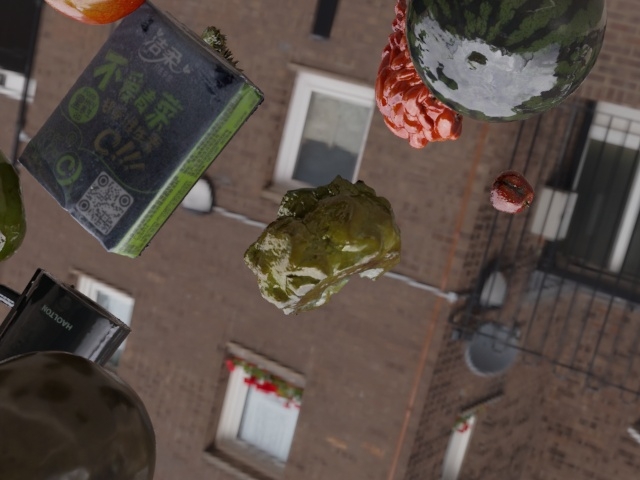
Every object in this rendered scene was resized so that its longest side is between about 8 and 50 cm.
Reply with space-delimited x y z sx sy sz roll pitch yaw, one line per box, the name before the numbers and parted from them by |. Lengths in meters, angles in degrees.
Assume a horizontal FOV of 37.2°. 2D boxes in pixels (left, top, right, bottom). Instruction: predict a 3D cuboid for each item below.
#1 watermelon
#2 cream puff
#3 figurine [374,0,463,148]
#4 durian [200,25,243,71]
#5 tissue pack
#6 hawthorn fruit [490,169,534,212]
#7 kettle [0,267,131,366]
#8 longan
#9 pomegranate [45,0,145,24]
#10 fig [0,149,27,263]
watermelon | 0.189 -0.224 0.983 0.212 0.212 0.212 13 -168 -3
cream puff | 0.000 0.001 1.559 0.282 0.282 0.185 -7 -115 -59
figurine | 0.295 -0.354 1.837 0.412 0.306 0.241 -13 -143 20
durian | -0.245 -0.286 1.928 0.166 0.306 0.172 26 -159 -11
tissue pack | -0.329 -0.204 1.730 0.288 0.394 0.124 41 -172 19
hawthorn fruit | 0.388 -0.095 1.911 0.093 0.093 0.093 13 -168 -3
kettle | -0.546 0.217 1.762 0.262 0.308 0.203 38 172 -24
longan | -0.373 0.306 1.266 0.319 0.319 0.319 13 -168 -3
pomegranate | -0.398 -0.488 1.621 0.221 0.221 0.256 16 172 9
fig | -0.627 -0.057 1.723 0.207 0.230 0.207 33 -164 -11
